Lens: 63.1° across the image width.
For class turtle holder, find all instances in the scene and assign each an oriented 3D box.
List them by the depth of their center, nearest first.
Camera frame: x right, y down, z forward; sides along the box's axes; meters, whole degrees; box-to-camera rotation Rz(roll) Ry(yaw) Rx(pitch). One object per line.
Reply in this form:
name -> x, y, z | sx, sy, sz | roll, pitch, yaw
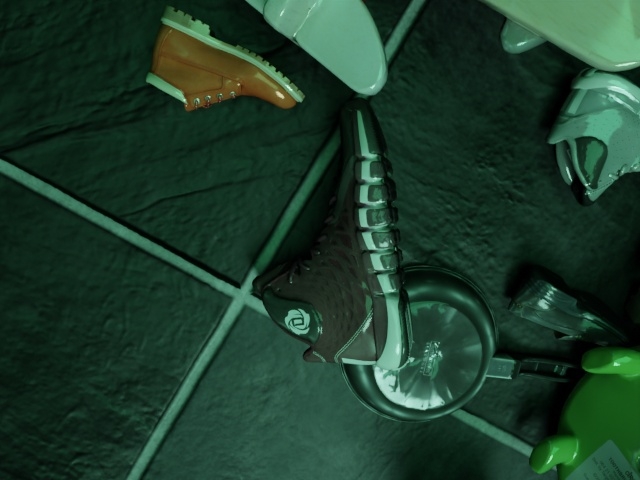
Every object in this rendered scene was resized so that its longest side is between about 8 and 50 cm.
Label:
turtle holder -> 0.417, 0.215, 0.574 | 0.227, 0.243, 0.321 | 10, 94, -24

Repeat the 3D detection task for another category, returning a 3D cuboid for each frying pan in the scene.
frying pan -> 0.172, 0.164, 0.626 | 0.326, 0.053, 0.197 | 34, 95, -9

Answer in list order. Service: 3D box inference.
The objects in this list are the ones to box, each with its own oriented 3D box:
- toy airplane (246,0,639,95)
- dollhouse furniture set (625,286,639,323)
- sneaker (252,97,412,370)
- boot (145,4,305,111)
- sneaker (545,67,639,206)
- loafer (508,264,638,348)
toy airplane -> 0.088, -0.319, 0.439 | 0.384, 0.272, 0.386 | 0, 114, 31
dollhouse furniture set -> 0.462, 0.010, 0.644 | 0.144, 0.123, 0.151 | 4, 135, -8
sneaker -> 0.000, 0.000, 0.546 | 0.162, 0.106, 0.282 | -7, 87, 14
boot -> -0.096, -0.159, 0.525 | 0.157, 0.059, 0.085 | 26, 99, -3
sneaker -> 0.355, -0.084, 0.591 | 0.228, 0.086, 0.132 | 30, 100, -2
loafer -> 0.304, 0.093, 0.628 | 0.170, 0.062, 0.061 | 31, 117, -9
